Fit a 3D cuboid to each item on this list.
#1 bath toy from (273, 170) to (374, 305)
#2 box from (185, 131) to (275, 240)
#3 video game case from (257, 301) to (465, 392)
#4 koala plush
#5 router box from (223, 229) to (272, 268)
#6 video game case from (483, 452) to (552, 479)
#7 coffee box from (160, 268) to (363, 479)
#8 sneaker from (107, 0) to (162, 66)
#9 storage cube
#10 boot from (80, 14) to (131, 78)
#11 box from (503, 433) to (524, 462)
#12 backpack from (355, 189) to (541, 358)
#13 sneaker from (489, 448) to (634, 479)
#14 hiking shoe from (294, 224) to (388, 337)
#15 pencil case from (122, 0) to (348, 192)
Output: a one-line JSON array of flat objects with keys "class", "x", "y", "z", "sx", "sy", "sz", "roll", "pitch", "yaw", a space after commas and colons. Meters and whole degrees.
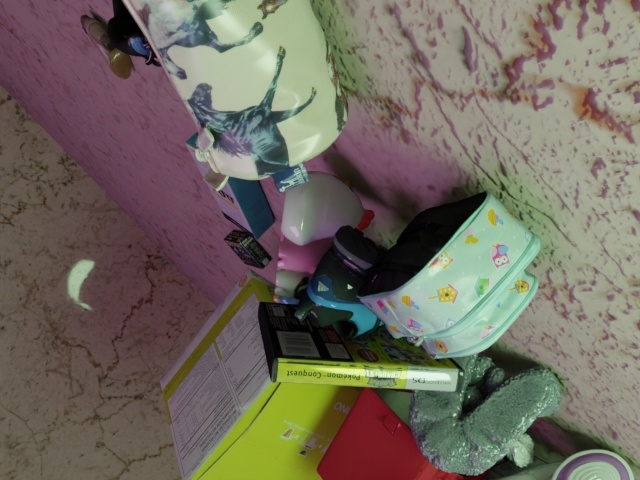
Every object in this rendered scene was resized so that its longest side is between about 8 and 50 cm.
[{"class": "bath toy", "x": 0.000, "y": 0.000, "z": 0.988, "sx": 0.129, "sy": 0.151, "sz": 0.348, "roll": 7, "pitch": 156, "yaw": -2}, {"class": "box", "x": -0.167, "y": -0.106, "z": 1.219, "sx": 0.100, "sy": 0.060, "sz": 0.244, "roll": 35, "pitch": 161, "yaw": 28}, {"class": "video game case", "x": 0.041, "y": 0.147, "z": 0.924, "sx": 0.248, "sy": 0.035, "sz": 0.275, "roll": 5, "pitch": -171, "yaw": -10}, {"class": "koala plush", "x": 0.247, "y": 0.271, "z": 0.992, "sx": 0.196, "sy": 0.203, "sz": 0.221, "roll": 31, "pitch": 172, "yaw": 32}, {"class": "router box", "x": -0.184, "y": 0.022, "z": 1.602, "sx": 0.092, "sy": 0.038, "sz": 0.122, "roll": 51, "pitch": 162, "yaw": -23}, {"class": "video game case", "x": 0.393, "y": 0.451, "z": 1.073, "sx": 0.285, "sy": 0.204, "sz": 0.025, "roll": 17, "pitch": 110, "yaw": 56}, {"class": "coffee box", "x": -0.090, "y": 0.335, "z": 1.362, "sx": 0.338, "sy": 0.338, "sz": 0.334, "roll": 34, "pitch": -171, "yaw": -33}, {"class": "sneaker", "x": -0.171, "y": -0.245, "z": 0.755, "sx": 0.130, "sy": 0.147, "sz": 0.330, "roll": 23, "pitch": 154, "yaw": 49}, {"class": "storage cube", "x": 0.145, "y": 0.386, "z": 1.097, "sx": 0.184, "sy": 0.193, "sz": 0.215, "roll": 19, "pitch": -166, "yaw": -40}, {"class": "boot", "x": -0.402, "y": -0.365, "z": 1.190, "sx": 0.087, "sy": 0.042, "sz": 0.118, "roll": 44, "pitch": 163, "yaw": 20}, {"class": "box", "x": 0.250, "y": 0.313, "z": 1.267, "sx": 0.216, "sy": 0.060, "sz": 0.270, "roll": 50, "pitch": 162, "yaw": -17}, {"class": "backpack", "x": 0.140, "y": 0.036, "z": 0.672, "sx": 0.144, "sy": 0.166, "sz": 0.188, "roll": 46, "pitch": 165, "yaw": 4}, {"class": "sneaker", "x": 0.328, "y": 0.415, "z": 0.981, "sx": 0.152, "sy": 0.305, "sz": 0.114, "roll": 45, "pitch": -154, "yaw": -59}, {"class": "hiking shoe", "x": 0.068, "y": 0.077, "z": 0.902, "sx": 0.113, "sy": 0.132, "sz": 0.304, "roll": 44, "pitch": -173, "yaw": 35}, {"class": "pencil case", "x": -0.112, "y": -0.234, "z": 0.589, "sx": 0.160, "sy": 0.183, "sz": 0.410, "roll": 29, "pitch": 157, "yaw": 43}]
